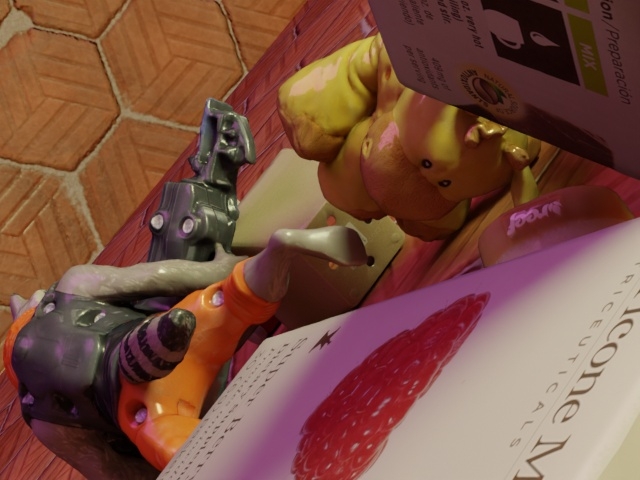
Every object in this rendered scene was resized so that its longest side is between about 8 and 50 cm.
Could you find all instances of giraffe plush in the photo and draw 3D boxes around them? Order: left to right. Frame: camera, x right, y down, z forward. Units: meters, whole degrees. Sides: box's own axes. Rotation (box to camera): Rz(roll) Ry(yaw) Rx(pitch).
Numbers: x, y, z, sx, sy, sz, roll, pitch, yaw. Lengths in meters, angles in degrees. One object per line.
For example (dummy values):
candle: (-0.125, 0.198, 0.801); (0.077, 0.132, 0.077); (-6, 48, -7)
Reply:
giraffe plush: (0.080, -0.074, 1.067); (0.170, 0.181, 0.210); (-100, 35, -61)

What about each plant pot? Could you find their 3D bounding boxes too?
plant pot: (0.000, 0.000, 1.272); (0.109, 0.109, 0.096); (-53, 24, -20)

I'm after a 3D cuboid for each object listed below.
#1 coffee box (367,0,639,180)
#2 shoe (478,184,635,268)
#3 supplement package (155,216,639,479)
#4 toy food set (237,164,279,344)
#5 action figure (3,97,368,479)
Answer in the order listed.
coffee box: (0.170, -0.084, 0.420); (0.297, 0.119, 0.168); (26, 68, 33)
shoe: (0.118, 0.032, 0.637); (0.077, 0.058, 0.219); (-30, -21, 18)
supplement package: (0.052, 0.125, 0.447); (0.177, 0.175, 0.293); (-52, 12, -23)
toy food set: (-0.074, 0.024, 1.423); (0.104, 0.111, 0.232); (-54, 15, -26)
action figure: (-0.118, 0.044, 1.160); (0.330, 0.179, 0.341); (-6, 73, 51)
